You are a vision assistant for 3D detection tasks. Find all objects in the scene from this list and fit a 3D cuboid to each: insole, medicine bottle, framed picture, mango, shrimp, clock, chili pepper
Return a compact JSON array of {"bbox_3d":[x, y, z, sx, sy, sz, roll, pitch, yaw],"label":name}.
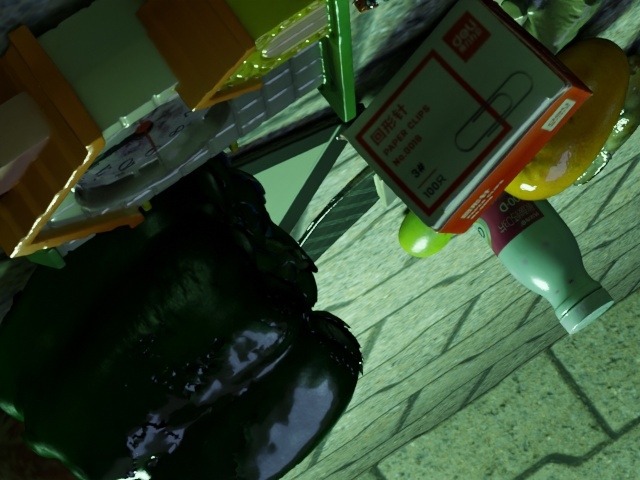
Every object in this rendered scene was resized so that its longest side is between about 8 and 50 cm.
[{"bbox_3d":[0.000,0.000,1.795,0.309,0.012,0.110,-46,164,32],"label":"insole"},{"bbox_3d":[0.260,0.008,2.011,0.090,0.216,0.090,-34,165,-10],"label":"medicine bottle"},{"bbox_3d":[-0.129,0.007,1.506,0.347,0.016,0.265,-28,163,-33],"label":"framed picture"},{"bbox_3d":[0.255,-0.135,1.764,0.219,0.112,0.145,-52,172,-26],"label":"mango"},{"bbox_3d":[0.131,-0.026,1.938,0.073,0.056,0.108,-21,147,-58],"label":"mango"},{"bbox_3d":[0.328,-0.140,2.048,0.173,0.058,0.253,-19,155,-30],"label":"shrimp"},{"bbox_3d":[-0.110,-0.086,1.073,0.255,0.106,0.220,-35,166,-6],"label":"clock"},{"bbox_3d":[-0.114,0.073,1.289,0.257,0.248,0.233,-43,128,8],"label":"chili pepper"}]

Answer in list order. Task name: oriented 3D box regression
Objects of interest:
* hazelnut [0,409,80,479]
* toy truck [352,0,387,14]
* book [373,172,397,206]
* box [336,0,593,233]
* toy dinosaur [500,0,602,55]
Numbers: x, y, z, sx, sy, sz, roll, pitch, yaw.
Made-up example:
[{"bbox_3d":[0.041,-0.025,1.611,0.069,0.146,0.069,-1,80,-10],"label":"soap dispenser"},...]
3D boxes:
[{"bbox_3d":[-0.192,0.165,1.494,0.181,0.181,0.212,-62,-170,-7],"label":"hazelnut"},{"bbox_3d":[0.048,-0.201,1.233,0.024,0.032,0.083,-22,162,-36],"label":"toy truck"},{"bbox_3d":[0.127,-0.108,1.714,0.182,0.014,0.127,-42,168,-4],"label":"book"},{"bbox_3d":[0.125,-0.109,1.469,0.182,0.133,0.099,-47,162,16],"label":"box"},{"bbox_3d":[0.247,-0.230,1.548,0.188,0.075,0.247,-34,162,-41],"label":"toy dinosaur"}]
